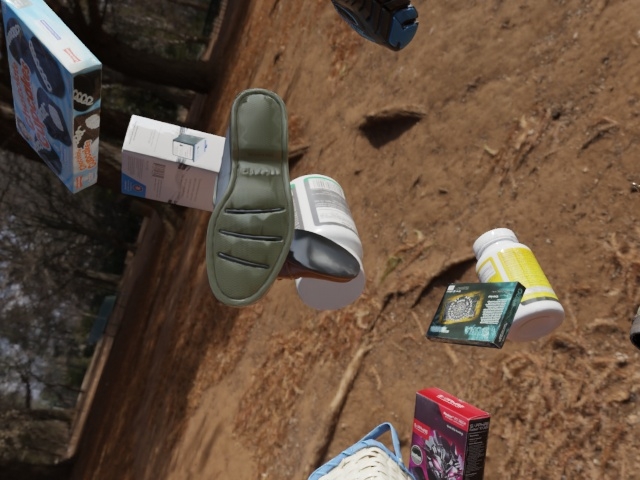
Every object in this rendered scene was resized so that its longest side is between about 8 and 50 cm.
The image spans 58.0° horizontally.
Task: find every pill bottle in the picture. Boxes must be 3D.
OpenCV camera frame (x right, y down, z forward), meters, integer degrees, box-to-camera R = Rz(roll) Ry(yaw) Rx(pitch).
[{"bbox_3d":[0.000,0.000,1.542,0.361,0.204,0.204,-103,32,-50],"label":"pill bottle"},{"bbox_3d":[0.599,0.130,1.793,0.188,0.188,0.334,120,149,-42],"label":"pill bottle"}]

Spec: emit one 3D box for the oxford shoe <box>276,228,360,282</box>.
[{"bbox_3d":[-0.046,0.029,0.854,0.076,0.212,0.076,-66,-12,-50],"label":"oxford shoe"}]

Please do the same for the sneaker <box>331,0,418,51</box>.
[{"bbox_3d":[0.040,-0.480,1.063,0.125,0.341,0.139,-52,42,-4],"label":"sneaker"}]

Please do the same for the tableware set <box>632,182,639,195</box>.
[{"bbox_3d":[0.667,-0.049,1.086,0.020,0.141,0.168,-47,37,8],"label":"tableware set"}]

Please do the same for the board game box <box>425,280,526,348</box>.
[{"bbox_3d":[0.285,0.137,1.081,0.186,0.026,0.126,-10,47,62],"label":"board game box"}]

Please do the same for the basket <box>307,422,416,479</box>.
[{"bbox_3d":[0.080,0.552,1.271,0.255,0.201,0.289,-39,18,8],"label":"basket"}]

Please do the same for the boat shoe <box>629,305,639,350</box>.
[{"bbox_3d":[0.740,0.237,1.052,0.355,0.130,0.132,29,143,41],"label":"boat shoe"}]

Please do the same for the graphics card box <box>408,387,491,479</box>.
[{"bbox_3d":[0.365,0.649,1.688,0.233,0.094,0.371,13,100,59],"label":"graphics card box"}]

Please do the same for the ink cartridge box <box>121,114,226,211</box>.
[{"bbox_3d":[-0.244,-0.126,1.012,0.139,0.191,0.082,125,152,-58],"label":"ink cartridge box"}]

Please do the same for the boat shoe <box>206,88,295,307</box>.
[{"bbox_3d":[-0.093,-0.051,0.795,0.103,0.113,0.302,124,154,-70],"label":"boat shoe"}]

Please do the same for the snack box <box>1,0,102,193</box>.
[{"bbox_3d":[-0.474,-0.249,1.029,0.060,0.187,0.322,-37,-12,-36],"label":"snack box"}]
